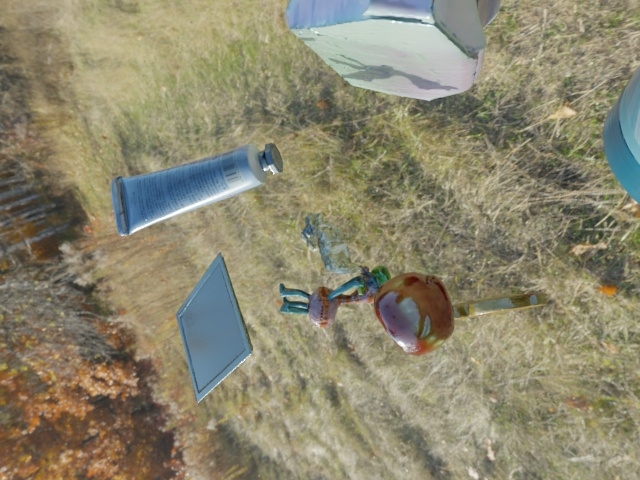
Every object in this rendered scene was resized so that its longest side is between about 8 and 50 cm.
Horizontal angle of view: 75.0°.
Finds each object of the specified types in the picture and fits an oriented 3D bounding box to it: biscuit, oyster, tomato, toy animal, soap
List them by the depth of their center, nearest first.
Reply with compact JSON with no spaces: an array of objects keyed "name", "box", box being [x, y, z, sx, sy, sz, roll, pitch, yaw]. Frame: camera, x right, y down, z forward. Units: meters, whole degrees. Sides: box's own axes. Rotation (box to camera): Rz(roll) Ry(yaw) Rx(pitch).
[{"name":"tomato","box":[0.098,0.072,0.424,0.087,0.075,0.087,56,-171,-14]},{"name":"soap","box":[0.115,-0.324,0.604,0.261,0.446,0.156,16,102,15]},{"name":"toy animal","box":[0.030,0.095,0.743,0.103,0.208,0.100,93,168,-59]},{"name":"oyster","box":[0.003,0.000,0.787,0.200,0.061,0.106,-172,78,-65]},{"name":"biscuit","box":[0.326,0.132,0.830,0.225,0.165,0.036,-34,60,60]}]

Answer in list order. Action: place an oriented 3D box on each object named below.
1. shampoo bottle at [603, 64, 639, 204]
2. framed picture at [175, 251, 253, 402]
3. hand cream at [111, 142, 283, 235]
[{"name":"shampoo bottle","box":[0.580,-0.204,0.472,0.331,0.331,0.343,49,171,24]},{"name":"framed picture","box":[-0.207,0.170,0.787,0.252,0.014,0.197,-46,58,39]},{"name":"hand cream","box":[-0.174,-0.078,0.561,0.055,0.255,0.088,11,-115,-75]}]
